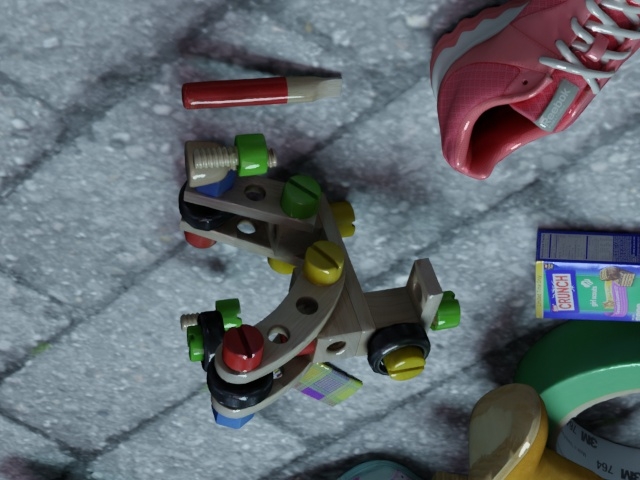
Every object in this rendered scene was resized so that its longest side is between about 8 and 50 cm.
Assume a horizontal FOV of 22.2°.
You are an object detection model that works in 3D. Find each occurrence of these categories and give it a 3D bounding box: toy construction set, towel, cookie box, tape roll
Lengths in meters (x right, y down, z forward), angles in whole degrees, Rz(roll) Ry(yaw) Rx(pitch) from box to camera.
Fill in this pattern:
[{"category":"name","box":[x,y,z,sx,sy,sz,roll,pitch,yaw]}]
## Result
[{"category":"toy construction set","box":[0.000,0.000,1.464,0.237,0.257,0.309,-6,119,-10]},{"category":"towel","box":[-0.003,0.150,1.765,0.083,0.009,0.060,29,136,-24]},{"category":"cookie box","box":[0.257,0.035,1.546,0.107,0.040,0.092,2,142,10]},{"category":"tape roll","box":[0.358,0.189,1.689,0.321,0.077,0.321,6,141,5]}]

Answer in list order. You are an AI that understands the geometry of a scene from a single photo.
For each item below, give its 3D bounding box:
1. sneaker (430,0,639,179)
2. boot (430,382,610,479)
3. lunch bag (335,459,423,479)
[{"category":"sneaker","box":[0.201,-0.149,1.256,0.116,0.136,0.314,27,138,-22]},{"category":"boot","box":[0.243,0.240,1.648,0.211,0.104,0.295,12,147,-11]},{"category":"lunch bag","box":[0.045,0.398,1.928,0.279,0.108,0.224,-40,125,19]}]
